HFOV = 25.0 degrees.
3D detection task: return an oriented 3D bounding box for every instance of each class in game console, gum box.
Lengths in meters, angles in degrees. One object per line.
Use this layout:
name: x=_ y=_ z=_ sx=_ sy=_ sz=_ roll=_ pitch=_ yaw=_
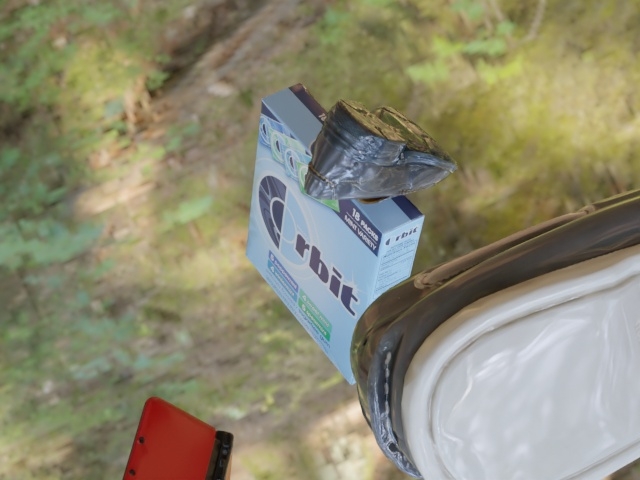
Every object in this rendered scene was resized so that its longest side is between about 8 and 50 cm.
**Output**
game console: x=-0.133 y=0.237 z=1.308 sx=0.085 sy=0.144 sz=0.124 roll=11 pitch=138 yaw=2
gum box: x=0.005 y=-0.003 z=1.116 sx=0.041 sy=0.157 sz=0.184 roll=-24 pitch=147 yaw=-27

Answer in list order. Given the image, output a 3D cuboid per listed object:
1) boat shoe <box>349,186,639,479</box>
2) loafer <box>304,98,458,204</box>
boat shoe: x=0.168 y=0.007 z=0.558 sx=0.335 sy=0.112 sz=0.095 roll=-16 pitch=-160 yaw=-13
loafer: x=0.040 y=-0.054 z=0.992 sx=0.061 sy=0.062 sz=0.170 roll=-53 pitch=153 yaw=16
